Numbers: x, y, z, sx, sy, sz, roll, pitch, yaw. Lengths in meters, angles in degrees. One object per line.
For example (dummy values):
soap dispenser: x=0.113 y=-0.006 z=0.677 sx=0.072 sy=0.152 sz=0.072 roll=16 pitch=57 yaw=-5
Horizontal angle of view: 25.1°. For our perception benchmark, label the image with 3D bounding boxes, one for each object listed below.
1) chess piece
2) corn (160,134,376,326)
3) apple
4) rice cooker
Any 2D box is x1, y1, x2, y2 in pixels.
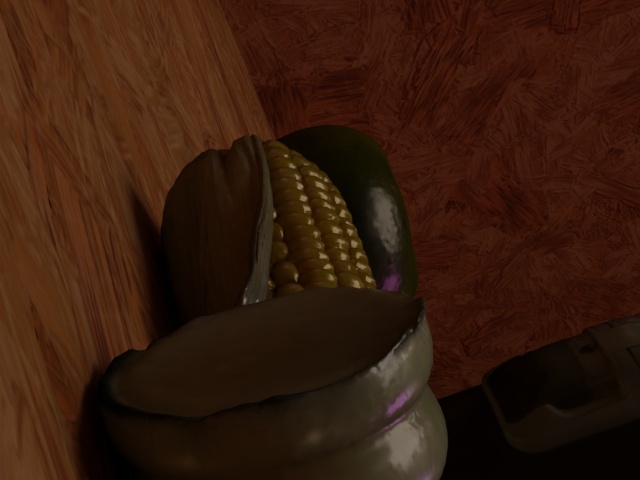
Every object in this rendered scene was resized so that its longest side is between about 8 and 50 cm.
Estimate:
chess piece: x=0.004 y=0.151 z=0.569 sx=0.133 sy=0.133 sz=0.243 roll=-102 pitch=179 yaw=-76
corn: x=-0.020 y=0.073 z=0.771 sx=0.123 sy=0.122 sz=0.305 roll=-57 pitch=-148 yaw=34
apple: x=0.000 y=0.000 z=1.212 sx=0.196 sy=0.157 sz=0.196 roll=-20 pitch=90 yaw=-87
rice cooker: x=0.168 y=0.233 z=0.963 sx=0.335 sy=0.325 sz=0.335 roll=-20 pitch=90 yaw=-88
